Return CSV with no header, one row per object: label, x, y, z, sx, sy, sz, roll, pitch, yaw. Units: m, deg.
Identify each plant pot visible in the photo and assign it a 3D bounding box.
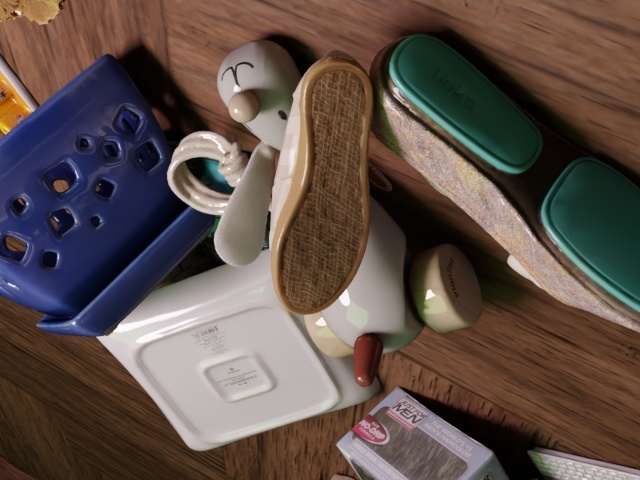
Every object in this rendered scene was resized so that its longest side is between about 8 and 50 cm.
plant pot,-0.262,-0.026,0.987,0.212,0.236,0.236,48,157,-15

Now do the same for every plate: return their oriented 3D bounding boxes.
plate,-0.100,0.151,1.118,0.277,0.045,0.278,-19,127,14

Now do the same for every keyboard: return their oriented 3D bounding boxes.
keyboard,0.351,0.273,1.007,0.256,0.014,0.072,5,136,42

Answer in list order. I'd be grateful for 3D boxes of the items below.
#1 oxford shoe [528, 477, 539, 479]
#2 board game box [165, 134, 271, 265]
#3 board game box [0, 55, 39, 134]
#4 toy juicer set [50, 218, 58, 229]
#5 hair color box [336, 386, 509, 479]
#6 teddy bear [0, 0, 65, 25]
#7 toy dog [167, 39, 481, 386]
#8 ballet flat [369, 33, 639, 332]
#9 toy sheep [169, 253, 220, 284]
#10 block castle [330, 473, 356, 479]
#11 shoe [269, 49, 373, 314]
oxford shoe,0.416,0.416,1.036,0.449,0.130,0.169,38,168,27
board game box,-0.103,-0.031,1.048,0.126,0.026,0.186,14,142,32
board game box,-0.577,-0.280,1.172,0.390,0.050,0.390,1,134,44
toy juicer set,-0.258,0.054,1.269,0.329,0.089,0.209,37,170,50
hair color box,0.184,0.373,1.160,0.185,0.113,0.374,27,153,54
teddy bear,-0.272,-0.346,0.736,0.245,0.113,0.338,-6,130,21
toy dog,0.000,0.000,0.832,0.333,0.161,0.220,39,124,-9
ballet flat,0.160,-0.034,0.724,0.316,0.107,0.106,45,153,6
toy sheep,-0.147,0.060,1.156,0.132,0.091,0.091,57,146,-7
block castle,0.130,0.603,1.467,0.453,0.213,0.303,31,148,10
shoe,0.002,-0.044,0.734,0.076,0.058,0.219,4,115,-13
